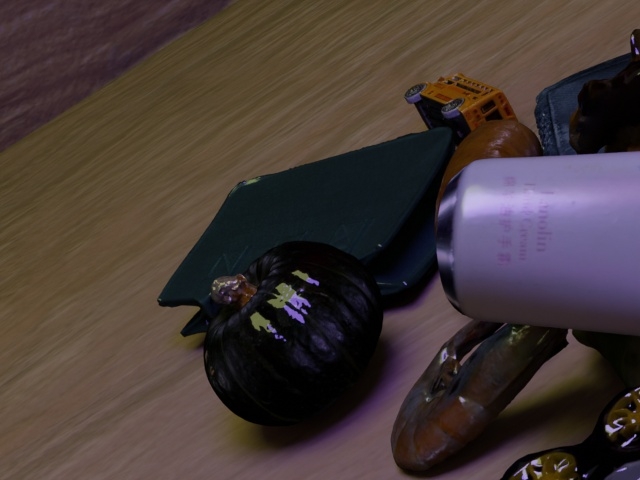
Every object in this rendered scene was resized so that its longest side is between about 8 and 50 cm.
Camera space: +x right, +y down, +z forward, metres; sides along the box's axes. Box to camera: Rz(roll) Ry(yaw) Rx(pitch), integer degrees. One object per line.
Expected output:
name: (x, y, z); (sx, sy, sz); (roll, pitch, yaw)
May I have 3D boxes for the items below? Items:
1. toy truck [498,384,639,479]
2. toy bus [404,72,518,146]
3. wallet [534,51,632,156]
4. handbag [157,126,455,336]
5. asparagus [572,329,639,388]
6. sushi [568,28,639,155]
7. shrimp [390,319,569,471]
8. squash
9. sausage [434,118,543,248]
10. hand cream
toy truck: (0.297, 0.146, 0.928); (0.405, 0.180, 0.254); (-34, 19, -4)
toy bus: (0.162, -0.149, 1.908); (0.074, 0.069, 0.162); (-35, 23, -8)
wallet: (0.330, -0.104, 1.582); (0.237, 0.075, 0.342); (-21, 21, 11)
handbag: (0.001, 0.000, 1.781); (0.326, 0.089, 0.238); (-12, 29, 39)
asparagus: (0.256, 0.085, 1.264); (0.085, 0.082, 0.343); (4, 23, -6)
sushi: (0.319, -0.077, 1.302); (0.204, 0.200, 0.213); (2, 1, 32)
shrimp: (0.139, 0.091, 1.362); (0.251, 0.052, 0.143); (-41, 22, 24)
squash: (-0.025, 0.084, 1.547); (0.193, 0.156, 0.193); (-32, -4, -2)
sausage: (0.163, -0.027, 1.598); (0.109, 0.109, 0.270); (-25, 22, 18)
hand cream: (0.267, 0.003, 1.184); (0.359, 0.118, 0.185); (0, 71, 17)
